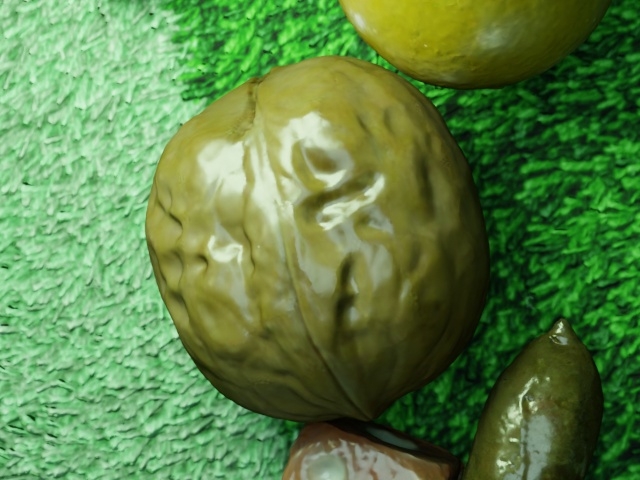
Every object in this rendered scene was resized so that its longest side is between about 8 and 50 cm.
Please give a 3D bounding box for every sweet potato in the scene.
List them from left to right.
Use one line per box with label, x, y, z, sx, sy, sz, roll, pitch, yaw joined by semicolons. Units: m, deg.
sweet potato;0.189;0.284;1.685;0.130;0.130;0.422;24;82;12

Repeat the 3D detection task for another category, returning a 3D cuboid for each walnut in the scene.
walnut;0.000;0.000;1.721;0.354;0.308;0.397;-17;77;23

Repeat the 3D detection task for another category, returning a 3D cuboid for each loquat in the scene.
loquat;0.150;-0.305;1.719;0.328;0.328;0.359;51;142;10

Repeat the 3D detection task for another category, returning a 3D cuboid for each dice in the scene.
dice;0.047;0.294;1.766;0.174;0.175;0.179;20;94;12
